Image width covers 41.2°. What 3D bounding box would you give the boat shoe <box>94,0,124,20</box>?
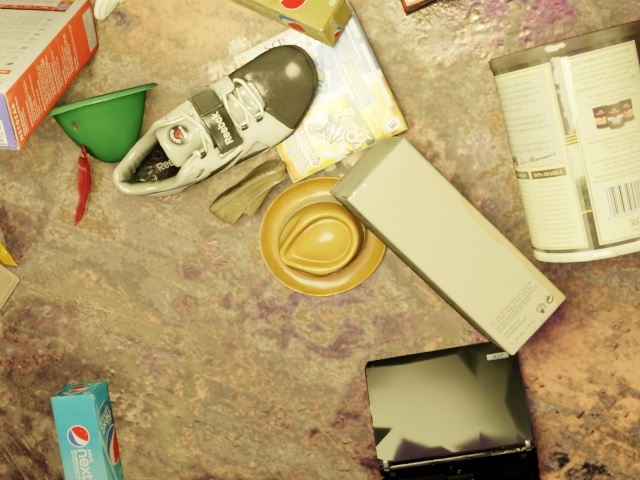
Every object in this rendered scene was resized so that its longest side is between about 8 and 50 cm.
[{"bbox_3d":[-0.296,-0.364,1.243,0.035,0.035,0.100,28,95,4],"label":"boat shoe"}]

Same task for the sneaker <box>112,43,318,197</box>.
[{"bbox_3d":[-0.149,-0.150,1.177,0.331,0.146,0.122,-34,91,21],"label":"sneaker"}]

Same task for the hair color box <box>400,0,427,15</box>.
[{"bbox_3d":[0.147,-0.344,1.129,0.093,0.167,0.053,-21,97,10],"label":"hair color box"}]

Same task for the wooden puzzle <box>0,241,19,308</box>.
[{"bbox_3d":[-0.520,0.065,1.352,0.078,0.014,0.116,44,101,2],"label":"wooden puzzle"}]

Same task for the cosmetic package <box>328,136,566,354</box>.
[{"bbox_3d":[0.168,0.003,1.163,0.309,0.160,0.113,44,89,-12],"label":"cosmetic package"}]

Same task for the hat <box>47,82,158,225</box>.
[{"bbox_3d":[-0.297,-0.118,1.230,0.173,0.208,0.183,-18,104,-16],"label":"hat"}]

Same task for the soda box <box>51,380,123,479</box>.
[{"bbox_3d":[-0.366,0.335,1.353,0.071,0.067,0.210,-6,99,7],"label":"soda box"}]

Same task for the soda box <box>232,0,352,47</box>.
[{"bbox_3d":[-0.051,-0.335,1.175,0.181,0.061,0.058,29,89,19],"label":"soda box"}]

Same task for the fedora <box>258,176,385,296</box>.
[{"bbox_3d":[0.000,0.000,1.250,0.195,0.079,0.194,1,100,7],"label":"fedora"}]

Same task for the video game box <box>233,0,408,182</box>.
[{"bbox_3d":[0.001,-0.214,1.230,0.187,0.048,0.205,-25,96,12],"label":"video game box"}]

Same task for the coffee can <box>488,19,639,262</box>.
[{"bbox_3d":[0.351,-0.130,1.127,0.202,0.201,0.275,-13,98,8],"label":"coffee can"}]

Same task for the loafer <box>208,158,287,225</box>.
[{"bbox_3d":[-0.099,-0.070,1.255,0.148,0.056,0.050,-28,112,33],"label":"loafer"}]

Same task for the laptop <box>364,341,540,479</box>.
[{"bbox_3d":[0.207,0.309,1.314,0.234,0.136,0.264,-10,124,8],"label":"laptop"}]

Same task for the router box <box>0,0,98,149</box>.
[{"bbox_3d":[-0.515,-0.241,1.150,0.336,0.301,0.082,4,127,6],"label":"router box"}]
